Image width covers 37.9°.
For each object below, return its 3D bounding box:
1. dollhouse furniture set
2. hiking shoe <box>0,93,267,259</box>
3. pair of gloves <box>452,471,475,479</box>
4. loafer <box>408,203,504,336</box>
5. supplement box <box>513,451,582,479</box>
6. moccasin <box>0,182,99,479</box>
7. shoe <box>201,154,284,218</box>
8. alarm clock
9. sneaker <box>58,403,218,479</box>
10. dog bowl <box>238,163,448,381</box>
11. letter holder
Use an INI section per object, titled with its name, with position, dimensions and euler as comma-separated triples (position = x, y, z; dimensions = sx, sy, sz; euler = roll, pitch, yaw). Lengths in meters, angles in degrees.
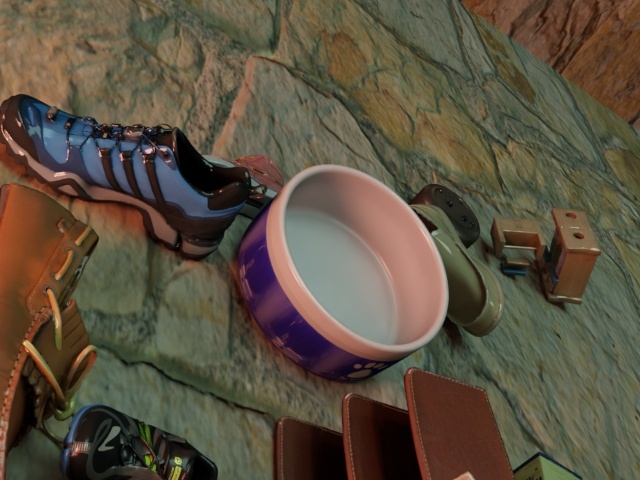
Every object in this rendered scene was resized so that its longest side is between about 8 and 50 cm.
[dollhouse furniture set]
position = 0.398, 0.021, 1.729
dimensions = 0.183, 0.129, 0.129
euler = 5, 37, -4
[hiking shoe]
position = -0.221, -0.102, 1.089
dimensions = 0.304, 0.132, 0.113
euler = 28, 33, -24
[pair of gloves]
position = 0.096, 0.328, 0.795
dimensions = 0.204, 0.240, 0.042
euler = 54, -1, 37
[loafer]
position = 0.185, 0.041, 1.441
dimensions = 0.092, 0.102, 0.268
euler = 14, 31, -39
[supplement box]
position = 0.304, 0.341, 1.230
dimensions = 0.083, 0.056, 0.083
euler = 32, 31, -19
[moccasin]
position = -0.255, 0.098, 0.805
dimensions = 0.147, 0.139, 0.380
euler = 22, 25, -20
[shoe]
position = -0.113, -0.086, 1.276
dimensions = 0.178, 0.063, 0.081
euler = 26, 32, -37
[alarm clock]
position = 0.224, -0.045, 1.631
dimensions = 0.129, 0.064, 0.192
euler = 45, 26, 4
[sneaker]
position = -0.151, 0.185, 0.803
dimensions = 0.188, 0.078, 0.067
euler = 37, 61, -56
[dog bowl]
position = 0.031, 0.041, 1.186
dimensions = 0.264, 0.104, 0.265
euler = 22, 48, -27
[letter holder]
position = 0.083, 0.285, 0.944
dimensions = 0.214, 0.152, 0.302
euler = 22, 35, -29
